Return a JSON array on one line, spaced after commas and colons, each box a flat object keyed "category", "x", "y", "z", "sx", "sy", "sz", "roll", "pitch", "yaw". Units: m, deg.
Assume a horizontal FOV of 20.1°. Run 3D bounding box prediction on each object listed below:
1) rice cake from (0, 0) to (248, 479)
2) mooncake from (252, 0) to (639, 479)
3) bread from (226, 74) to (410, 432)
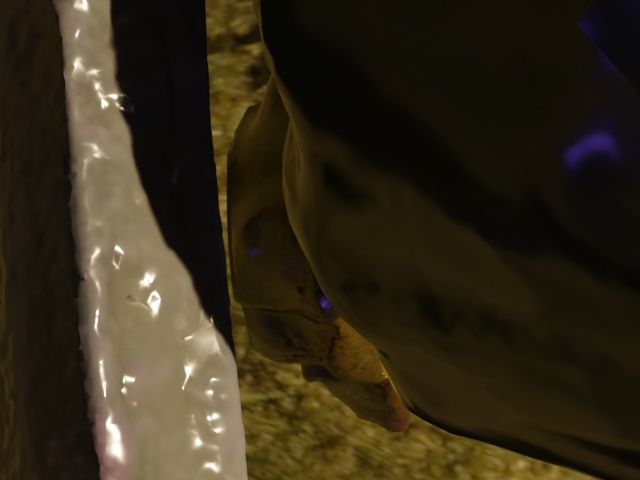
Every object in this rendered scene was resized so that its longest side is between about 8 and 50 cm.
[{"category": "rice cake", "x": -0.049, "y": 0.098, "z": 0.479, "sx": 0.064, "sy": 0.070, "sz": 0.399, "roll": 5, "pitch": 73, "yaw": -38}, {"category": "mooncake", "x": 0.138, "y": -0.093, "z": 0.574, "sx": 0.356, "sy": 0.194, "sz": 0.356, "roll": -15, "pitch": 112, "yaw": -43}, {"category": "bread", "x": 0.000, "y": 0.000, "z": 0.951, "sx": 0.088, "sy": 0.233, "sz": 0.161, "roll": -12, "pitch": 64, "yaw": 3}]
